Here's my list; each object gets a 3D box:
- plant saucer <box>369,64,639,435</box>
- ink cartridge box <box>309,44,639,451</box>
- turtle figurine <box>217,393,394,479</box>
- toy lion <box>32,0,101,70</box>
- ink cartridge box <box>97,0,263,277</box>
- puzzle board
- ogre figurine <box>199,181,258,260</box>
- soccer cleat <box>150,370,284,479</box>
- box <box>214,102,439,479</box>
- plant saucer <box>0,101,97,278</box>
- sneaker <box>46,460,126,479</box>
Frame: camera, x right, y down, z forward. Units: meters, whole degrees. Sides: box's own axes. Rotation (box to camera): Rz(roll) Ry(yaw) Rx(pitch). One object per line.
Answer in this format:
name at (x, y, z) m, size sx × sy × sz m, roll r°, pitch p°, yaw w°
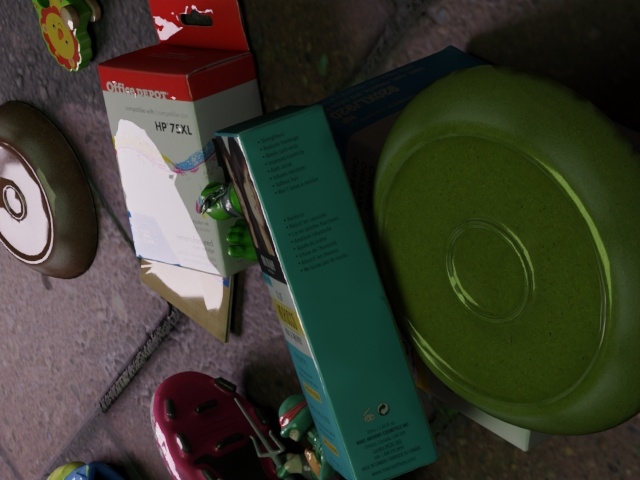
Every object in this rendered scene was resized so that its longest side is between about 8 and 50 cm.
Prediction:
plant saucer at (0.111, 0.014, 1.017) m, size 0.241 × 0.037 × 0.241 m, roll 22°, pitch 123°, yaw 38°
ink cartridge box at (0.117, 0.000, 1.165) m, size 0.233 × 0.168 × 0.171 m, roll 29°, pitch 130°, yaw 36°
turtle figurine at (0.013, 0.214, 1.437) m, size 0.118 × 0.175 × 0.234 m, roll -43°, pitch 87°, yaw 12°
toy lion at (-0.249, -0.214, 1.592) m, size 0.100 × 0.034 × 0.096 m, roll 54°, pitch 149°, yaw 13°
ink cartridge box at (-0.117, -0.095, 1.462) m, size 0.134 × 0.078 × 0.231 m, roll 10°, pitch 117°, yaw 46°
puzzle board at (-0.127, 0.029, 1.599) m, size 0.128 × 0.011 × 0.096 m, roll 34°, pitch 132°, yaw 33°
ogre figurine at (0.000, 0.000, 1.362) m, size 0.197 × 0.097 × 0.118 m, roll 53°, pitch 140°, yaw 11°
soccer cleat at (-0.060, 0.275, 1.572) m, size 0.331 × 0.116 × 0.143 m, roll 48°, pitch 139°, yaw 20°
box at (0.003, 0.034, 1.098) m, size 0.100 × 0.060 × 0.244 m, roll -162°, pitch 52°, yaw -77°
plant saucer at (-0.309, -0.046, 1.750) m, size 0.198 × 0.036 × 0.198 m, roll 26°, pitch 129°, yaw 38°
sneaker at (-0.225, 0.349, 1.829) m, size 0.126 × 0.091 × 0.240 m, roll -38°, pitch 80°, yaw 51°
